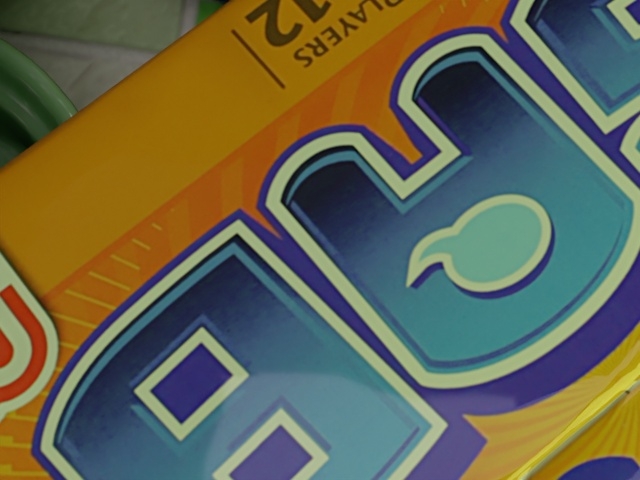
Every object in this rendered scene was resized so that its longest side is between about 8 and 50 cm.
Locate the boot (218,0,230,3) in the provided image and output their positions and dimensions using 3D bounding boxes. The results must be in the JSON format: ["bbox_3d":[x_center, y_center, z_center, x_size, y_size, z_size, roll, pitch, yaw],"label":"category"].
[{"bbox_3d":[-0.019,-0.205,0.847,0.258,0.095,0.123,27,84,10],"label":"boot"}]

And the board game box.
[{"bbox_3d":[0.095,0.096,0.503,0.356,0.356,0.356,-38,74,-9],"label":"board game box"}]

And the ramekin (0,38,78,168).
[{"bbox_3d":[-0.276,0.016,0.747,0.303,0.148,0.303,1,79,-4],"label":"ramekin"}]
